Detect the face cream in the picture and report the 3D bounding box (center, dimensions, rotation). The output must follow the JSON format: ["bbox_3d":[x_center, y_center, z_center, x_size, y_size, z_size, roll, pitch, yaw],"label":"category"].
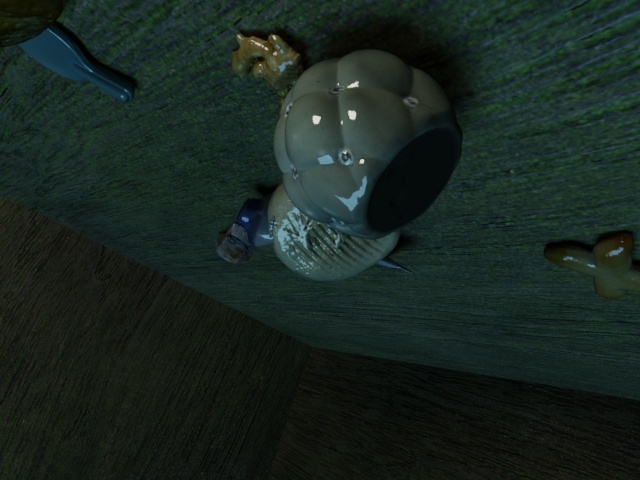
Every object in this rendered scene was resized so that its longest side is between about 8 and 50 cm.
[{"bbox_3d":[0.000,0.000,1.120,0.420,0.137,0.235,20,180,-12],"label":"face cream"}]

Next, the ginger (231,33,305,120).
[{"bbox_3d":[-0.054,-0.233,0.699,0.193,0.052,0.176,25,164,-11],"label":"ginger"}]

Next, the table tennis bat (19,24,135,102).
[{"bbox_3d":[-0.461,-0.332,0.835,0.244,0.040,0.153,29,158,-12],"label":"table tennis bat"}]

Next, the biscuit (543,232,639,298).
[{"bbox_3d":[0.566,0.058,0.878,0.208,0.047,0.164,29,156,-22],"label":"biscuit"}]

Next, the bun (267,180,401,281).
[{"bbox_3d":[0.024,-0.046,0.910,0.273,0.168,0.273,-2,125,-3],"label":"bun"}]

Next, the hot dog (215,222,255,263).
[{"bbox_3d":[-0.273,0.012,1.478,0.131,0.069,0.253,34,154,-11],"label":"hot dog"}]

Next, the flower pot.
[{"bbox_3d":[0.057,-0.128,0.607,0.195,0.246,0.246,45,173,30],"label":"flower pot"}]

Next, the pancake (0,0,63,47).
[{"bbox_3d":[-0.535,-0.277,0.594,0.387,0.387,0.082,2,118,39],"label":"pancake"}]
